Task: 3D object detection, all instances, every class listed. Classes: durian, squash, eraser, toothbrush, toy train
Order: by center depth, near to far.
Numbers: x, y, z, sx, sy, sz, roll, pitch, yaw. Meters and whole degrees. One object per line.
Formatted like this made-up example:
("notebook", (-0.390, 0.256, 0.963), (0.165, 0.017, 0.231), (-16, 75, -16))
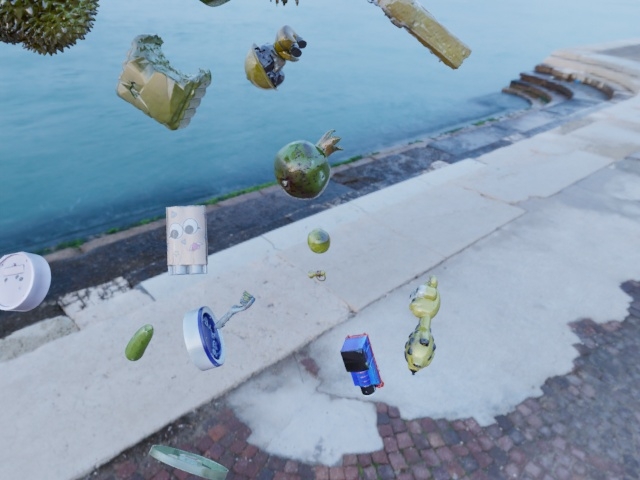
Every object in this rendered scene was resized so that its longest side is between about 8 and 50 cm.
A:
("durian", (-0.663, -0.560, 0.997), (0.292, 0.258, 0.258), (-10, 31, 8))
("toothbrush", (-0.268, 0.221, 1.333), (0.042, 0.413, 0.035), (40, 57, -6))
("toy train", (0.137, 0.408, 1.437), (0.082, 0.204, 0.131), (-13, 14, 20))
("squash", (-0.631, 0.356, 1.547), (0.066, 0.201, 0.066), (27, 35, -20))
("eraser", (-0.563, 0.000, 1.886), (0.171, 0.291, 0.087), (-2, -2, 4))

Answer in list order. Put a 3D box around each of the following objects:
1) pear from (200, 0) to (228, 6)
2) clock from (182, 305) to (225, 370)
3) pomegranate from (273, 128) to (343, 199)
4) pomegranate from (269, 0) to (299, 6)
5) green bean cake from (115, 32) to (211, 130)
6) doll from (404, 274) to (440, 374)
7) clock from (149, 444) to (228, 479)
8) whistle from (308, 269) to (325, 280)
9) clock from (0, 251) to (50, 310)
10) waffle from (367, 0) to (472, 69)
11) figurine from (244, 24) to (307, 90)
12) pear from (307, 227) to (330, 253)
("pear", (-0.304, -0.699, 1.055), (0.238, 0.164, 0.255), (12, 43, -51))
("clock", (-0.432, 0.364, 1.651), (0.083, 0.231, 0.230), (-16, 33, 1))
("pomegranate", (-0.032, -0.276, 1.684), (0.285, 0.231, 0.231), (-21, 37, -13))
("pomegranate", (-0.079, -0.753, 1.165), (0.220, 0.257, 0.221), (10, 35, -7))
("green bean cake", (-0.486, -0.487, 1.367), (0.236, 0.233, 0.124), (32, 19, -7))
("doll", (0.281, 0.221, 1.216), (0.086, 0.117, 0.291), (19, 56, -2))
("clock", (-0.384, 0.648, 1.297), (0.234, 0.235, 0.029), (13, 65, 15))
("whistle", (-0.014, 0.188, 2.360), (0.109, 0.057, 0.046), (-3, -10, 44))
("clock", (-1.007, 0.137, 1.484), (0.196, 0.197, 0.068), (17, -7, 21))
("waffle", (0.228, -0.606, 1.173), (0.304, 0.077, 0.348), (24, 34, -30))
("figurine", (-0.179, -0.680, 1.645), (0.167, 0.257, 0.192), (18, 48, -34))
("pear", (0.000, 0.000, 2.402), (0.141, 0.141, 0.104), (-17, -1, -29))
